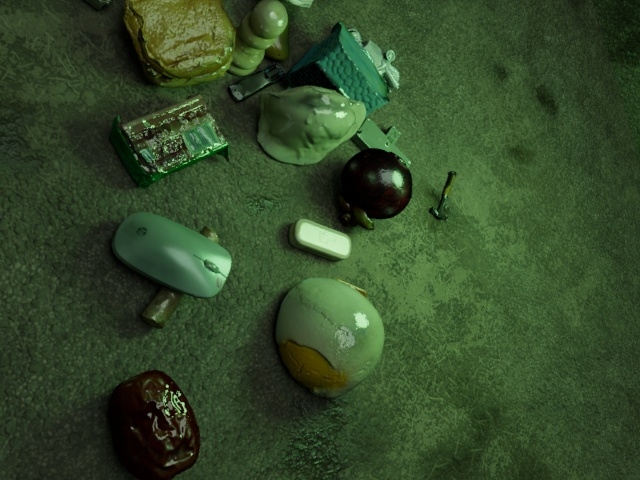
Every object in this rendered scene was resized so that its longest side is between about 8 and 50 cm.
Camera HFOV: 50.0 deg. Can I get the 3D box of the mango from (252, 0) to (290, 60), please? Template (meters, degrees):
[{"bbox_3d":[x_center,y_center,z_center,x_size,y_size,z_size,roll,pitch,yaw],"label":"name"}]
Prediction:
[{"bbox_3d":[-0.150,-0.637,2.062,0.122,0.085,0.191,5,72,-37],"label":"mango"}]

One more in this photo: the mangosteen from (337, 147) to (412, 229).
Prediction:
[{"bbox_3d":[0.151,-0.148,2.059,0.228,0.228,0.265,36,100,-20],"label":"mangosteen"}]

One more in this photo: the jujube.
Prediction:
[{"bbox_3d":[-0.372,0.420,1.540,0.183,0.183,0.243,-19,79,-37],"label":"jujube"}]

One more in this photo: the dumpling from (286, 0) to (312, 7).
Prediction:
[{"bbox_3d":[-0.111,-0.891,2.118,0.260,0.181,0.341,13,90,-21],"label":"dumpling"}]

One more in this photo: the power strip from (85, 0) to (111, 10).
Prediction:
[{"bbox_3d":[-0.658,-0.704,1.758,0.286,0.048,0.080,34,57,-21],"label":"power strip"}]

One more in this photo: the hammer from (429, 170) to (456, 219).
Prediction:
[{"bbox_3d":[0.433,-0.155,2.351,0.078,0.021,0.201,37,59,-20],"label":"hammer"}]

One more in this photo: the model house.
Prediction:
[{"bbox_3d":[0.047,-0.477,2.095,0.261,0.241,0.226,46,23,-27],"label":"model house"}]

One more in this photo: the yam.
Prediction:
[{"bbox_3d":[-0.346,0.088,1.719,0.066,0.066,0.300,39,58,-18],"label":"yam"}]

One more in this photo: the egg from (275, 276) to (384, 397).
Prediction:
[{"bbox_3d":[0.055,0.257,1.845,0.337,0.201,0.337,5,80,-32],"label":"egg"}]

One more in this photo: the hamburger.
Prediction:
[{"bbox_3d":[-0.379,-0.560,1.831,0.318,0.158,0.319,6,75,-24],"label":"hamburger"}]

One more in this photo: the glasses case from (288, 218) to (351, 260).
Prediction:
[{"bbox_3d":[0.000,0.000,1.990,0.196,0.050,0.083,18,64,-29],"label":"glasses case"}]

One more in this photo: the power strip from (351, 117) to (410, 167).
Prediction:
[{"bbox_3d":[0.213,-0.313,2.225,0.215,0.061,0.145,44,57,-17],"label":"power strip"}]

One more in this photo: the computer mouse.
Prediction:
[{"bbox_3d":[-0.358,0.027,1.659,0.288,0.097,0.159,23,57,-1],"label":"computer mouse"}]

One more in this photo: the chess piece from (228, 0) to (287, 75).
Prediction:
[{"bbox_3d":[-0.183,-0.580,1.914,0.142,0.261,0.143,10,69,-29],"label":"chess piece"}]

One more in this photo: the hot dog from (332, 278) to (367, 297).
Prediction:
[{"bbox_3d":[0.077,0.154,2.007,0.133,0.041,0.056,24,63,-18],"label":"hot dog"}]

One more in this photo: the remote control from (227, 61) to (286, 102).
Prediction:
[{"bbox_3d":[-0.185,-0.469,2.021,0.212,0.028,0.059,-39,100,-36],"label":"remote control"}]

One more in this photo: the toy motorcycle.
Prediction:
[{"bbox_3d":[0.148,-0.563,2.241,0.260,0.110,0.171,37,74,-28],"label":"toy motorcycle"}]

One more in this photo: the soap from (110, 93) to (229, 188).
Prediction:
[{"bbox_3d":[-0.382,-0.258,1.779,0.273,0.098,0.218,-33,95,-36],"label":"soap"}]

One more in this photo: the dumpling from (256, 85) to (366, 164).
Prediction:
[{"bbox_3d":[-0.027,-0.321,1.966,0.318,0.187,0.243,7,112,-11],"label":"dumpling"}]
